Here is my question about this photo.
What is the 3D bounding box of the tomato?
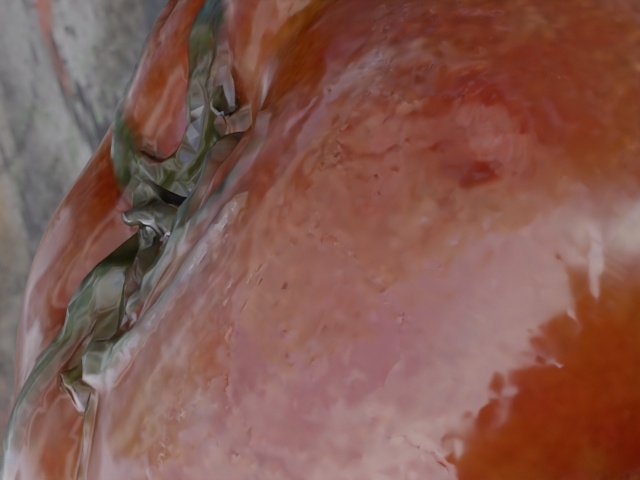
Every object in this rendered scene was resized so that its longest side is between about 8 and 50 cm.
[{"bbox_3d":[0.000,0.000,0.400,0.095,0.237,0.237,32,166,-23],"label":"tomato"}]
